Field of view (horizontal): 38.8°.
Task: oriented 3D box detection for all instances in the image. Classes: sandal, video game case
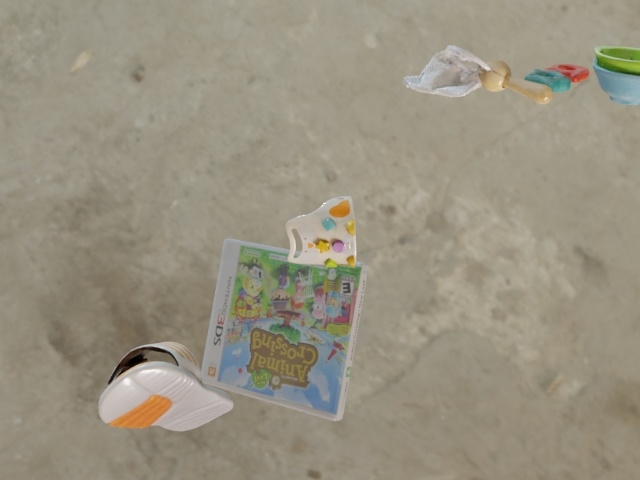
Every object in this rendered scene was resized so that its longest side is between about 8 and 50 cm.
[{"bbox_3d":[-0.179,0.160,1.021,0.102,0.265,0.076,-28,69,3],"label":"sandal"},{"bbox_3d":[-0.050,0.107,1.147,0.212,0.023,0.193,10,90,31],"label":"video game case"}]

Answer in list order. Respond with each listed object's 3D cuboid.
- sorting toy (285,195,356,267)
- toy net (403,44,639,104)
[{"bbox_3d":[0.000,0.000,0.993,0.075,0.083,0.045,-4,30,-2],"label":"sorting toy"},{"bbox_3d":[0.193,-0.159,0.828,0.232,0.045,0.122,3,25,2],"label":"toy net"}]
